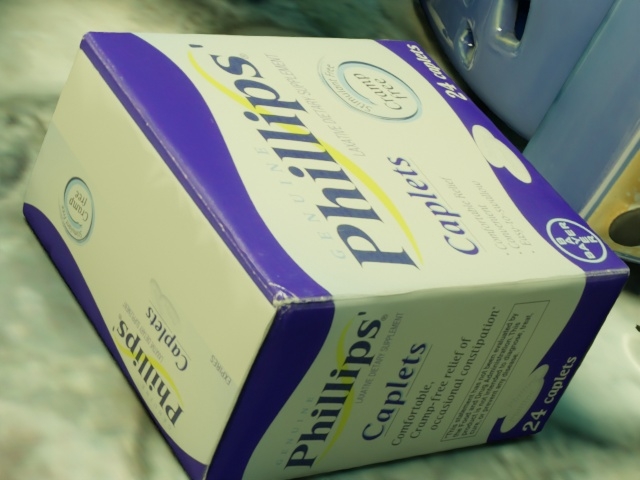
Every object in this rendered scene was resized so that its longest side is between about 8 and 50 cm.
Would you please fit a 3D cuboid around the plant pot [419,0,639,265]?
[{"bbox_3d":[0.195,-0.105,0.647,0.236,0.236,0.212,16,39,-17],"label":"plant pot"}]

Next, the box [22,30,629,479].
[{"bbox_3d":[0.000,0.000,0.504,0.137,0.072,0.126,-5,43,-38],"label":"box"}]
